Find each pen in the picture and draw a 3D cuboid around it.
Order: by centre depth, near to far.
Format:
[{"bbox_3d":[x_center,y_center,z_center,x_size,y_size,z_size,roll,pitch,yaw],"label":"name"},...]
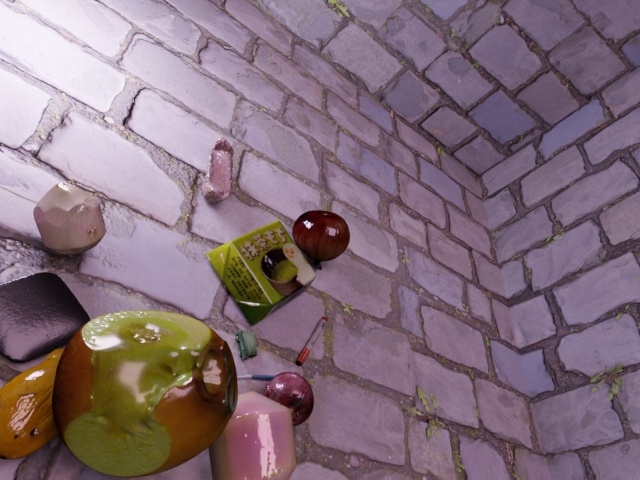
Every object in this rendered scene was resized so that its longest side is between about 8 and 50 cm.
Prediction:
[{"bbox_3d":[-0.027,0.354,1.687,0.028,0.028,0.239,46,38,-8],"label":"pen"}]

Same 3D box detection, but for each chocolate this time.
[{"bbox_3d":[-0.188,0.094,1.638,0.288,0.137,0.301,55,38,4],"label":"chocolate"}]

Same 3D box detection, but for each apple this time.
[{"bbox_3d":[-0.371,0.330,1.058,0.384,0.374,0.374,69,12,-56],"label":"apple"}]

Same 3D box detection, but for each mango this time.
[{"bbox_3d":[-0.612,0.347,1.039,0.157,0.109,0.262,36,39,-13],"label":"mango"}]

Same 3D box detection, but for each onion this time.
[{"bbox_3d":[-0.093,0.466,1.447,0.159,0.159,0.195,45,16,-9],"label":"onion"}]

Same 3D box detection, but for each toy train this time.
[{"bbox_3d":[-0.232,0.328,1.493,0.056,0.038,0.093,9,55,-44],"label":"toy train"}]

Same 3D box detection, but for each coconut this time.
[{"bbox_3d":[-0.653,-0.062,1.245,0.171,0.182,0.171,0,27,0],"label":"coconut"},{"bbox_3d":[-0.182,0.527,1.254,0.233,0.233,0.245,14,53,-38],"label":"coconut"}]

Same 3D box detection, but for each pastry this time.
[{"bbox_3d":[-0.374,-0.245,1.745,0.103,0.112,0.265,19,56,-24],"label":"pastry"}]

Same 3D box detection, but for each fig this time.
[{"bbox_3d":[0.002,-0.018,1.879,0.235,0.214,0.235,9,45,-9],"label":"fig"}]

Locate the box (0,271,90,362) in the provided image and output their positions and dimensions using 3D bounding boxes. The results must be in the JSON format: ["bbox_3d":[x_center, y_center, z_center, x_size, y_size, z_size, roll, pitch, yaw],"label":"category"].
[{"bbox_3d":[-0.691,0.181,1.142,0.201,0.042,0.212,54,39,2],"label":"box"}]

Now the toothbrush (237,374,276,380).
[{"bbox_3d":[-0.199,0.421,1.470,0.276,0.019,0.025,15,43,-37],"label":"toothbrush"}]
